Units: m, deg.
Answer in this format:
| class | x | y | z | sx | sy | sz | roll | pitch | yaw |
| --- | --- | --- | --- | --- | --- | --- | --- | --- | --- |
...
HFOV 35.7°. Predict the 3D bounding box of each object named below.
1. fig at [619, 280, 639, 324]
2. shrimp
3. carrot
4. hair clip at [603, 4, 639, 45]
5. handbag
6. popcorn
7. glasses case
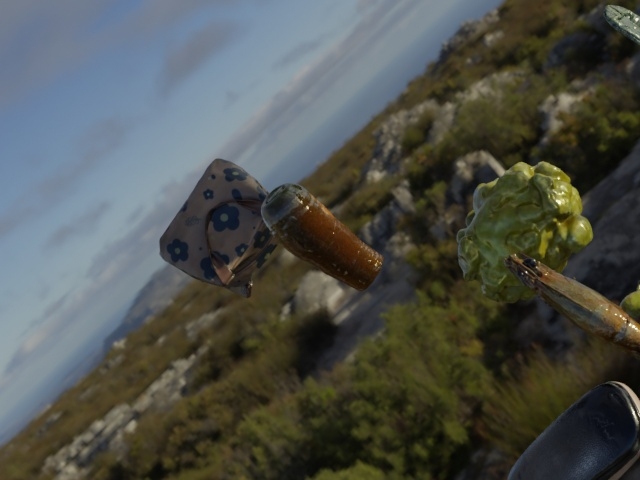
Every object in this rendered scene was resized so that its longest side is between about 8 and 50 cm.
| class | x | y | z | sx | sy | sz | roll | pitch | yaw |
| --- | --- | --- | --- | --- | --- | --- | --- | --- | --- |
| fig | 0.590 | 0.120 | 1.776 | 0.093 | 0.093 | 0.166 | -38 | -8 | 37 |
| shrimp | 0.419 | 0.104 | 1.568 | 0.063 | 0.287 | 0.152 | -58 | -20 | 8 |
| carrot | 0.000 | 0.000 | 1.410 | 0.087 | 0.193 | 0.087 | -42 | 18 | 17 |
| hair clip | 0.551 | -0.319 | 1.594 | 0.066 | 0.229 | 0.036 | -20 | -44 | -39 |
| handbag | -0.185 | -0.015 | 2.076 | 0.252 | 0.193 | 0.190 | -56 | -31 | 1 |
| popcorn | 0.379 | -0.024 | 1.831 | 0.250 | 0.234 | 0.242 | -41 | 43 | 36 |
| glasses case | 0.376 | 0.334 | 1.487 | 0.314 | 0.075 | 0.122 | -59 | 36 | 37 |
